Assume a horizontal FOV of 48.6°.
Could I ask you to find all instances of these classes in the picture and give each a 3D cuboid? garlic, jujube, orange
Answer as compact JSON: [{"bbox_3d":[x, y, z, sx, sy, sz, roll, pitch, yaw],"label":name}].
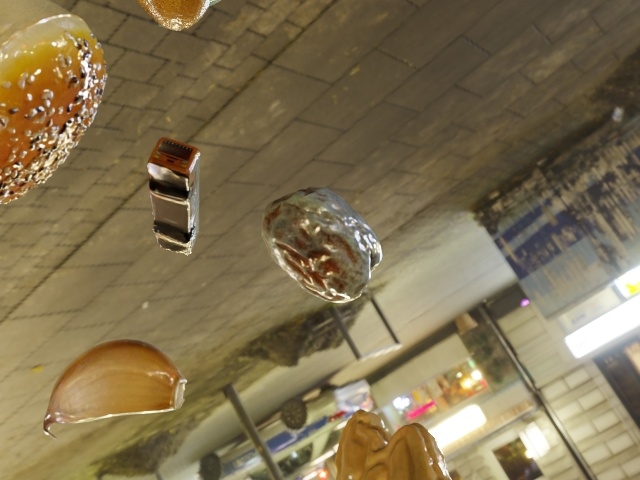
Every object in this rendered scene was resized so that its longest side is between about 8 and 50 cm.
[{"bbox_3d":[-0.313,0.220,1.046,0.206,0.128,0.115,-11,157,-29],"label":"garlic"},{"bbox_3d":[-0.004,0.006,1.720,0.215,0.308,0.246,-54,-173,-19],"label":"jujube"},{"bbox_3d":[-0.136,-0.236,0.646,0.085,0.085,0.085,-28,164,-9],"label":"orange"}]

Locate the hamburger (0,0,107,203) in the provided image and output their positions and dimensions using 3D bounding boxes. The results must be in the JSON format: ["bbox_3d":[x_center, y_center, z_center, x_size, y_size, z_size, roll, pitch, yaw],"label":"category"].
[{"bbox_3d":[-0.390,-0.162,0.857,0.300,0.176,0.300,-47,180,0],"label":"hamburger"}]

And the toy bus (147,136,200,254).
[{"bbox_3d":[-0.305,-0.079,1.493,0.093,0.092,0.409,18,155,-3],"label":"toy bus"}]

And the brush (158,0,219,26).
[{"bbox_3d":[-0.269,-0.477,1.444,0.193,0.032,0.043,-7,-165,39],"label":"brush"}]

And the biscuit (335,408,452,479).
[{"bbox_3d":[0.067,0.348,0.760,0.051,0.376,0.269,19,126,-25],"label":"biscuit"}]
